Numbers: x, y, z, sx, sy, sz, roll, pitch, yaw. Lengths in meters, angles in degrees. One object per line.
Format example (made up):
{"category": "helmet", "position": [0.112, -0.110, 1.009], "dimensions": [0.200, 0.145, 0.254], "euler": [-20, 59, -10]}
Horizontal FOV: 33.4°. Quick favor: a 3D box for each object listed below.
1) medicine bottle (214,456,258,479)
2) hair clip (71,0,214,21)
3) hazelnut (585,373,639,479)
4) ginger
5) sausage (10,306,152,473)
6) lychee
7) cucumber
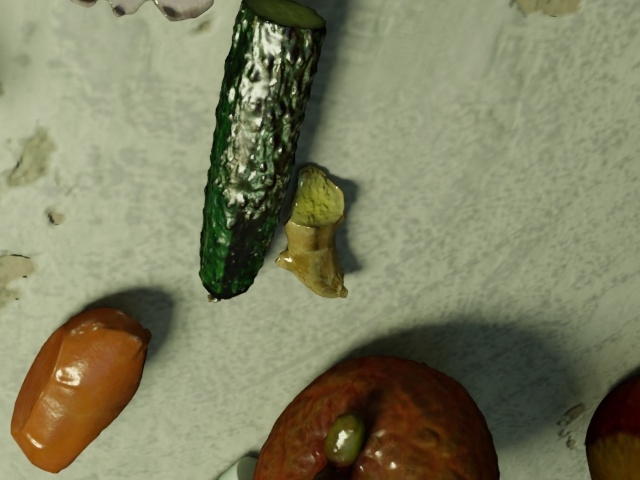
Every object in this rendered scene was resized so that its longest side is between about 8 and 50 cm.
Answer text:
{"category": "medicine bottle", "position": [-0.120, 0.313, 1.120], "dimensions": [0.183, 0.086, 0.086], "euler": [-41, 132, 19]}
{"category": "hair clip", "position": [-0.098, -0.261, 0.607], "dimensions": [0.173, 0.069, 0.300], "euler": [-2, 142, -16]}
{"category": "hazelnut", "position": [0.402, 0.230, 1.167], "dimensions": [0.217, 0.217, 0.251], "euler": [-12, 144, -9]}
{"category": "ginger", "position": [-0.006, 0.000, 0.904], "dimensions": [0.057, 0.044, 0.137], "euler": [-26, 139, -21]}
{"category": "sausage", "position": [-0.212, 0.128, 0.917], "dimensions": [0.089, 0.089, 0.179], "euler": [20, 117, -33]}
{"category": "lychee", "position": [0.048, 0.233, 1.002], "dimensions": [0.255, 0.255, 0.300], "euler": [-39, 137, 17]}
{"category": "cucumber", "position": [-0.055, -0.050, 0.824], "dimensions": [0.067, 0.067, 0.294], "euler": [-1, 132, -19]}
